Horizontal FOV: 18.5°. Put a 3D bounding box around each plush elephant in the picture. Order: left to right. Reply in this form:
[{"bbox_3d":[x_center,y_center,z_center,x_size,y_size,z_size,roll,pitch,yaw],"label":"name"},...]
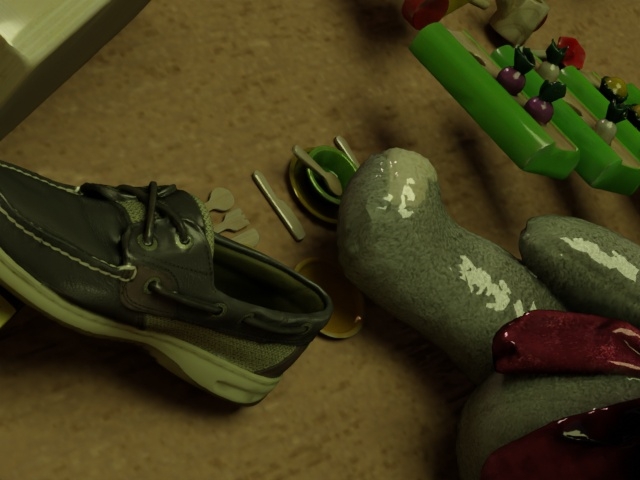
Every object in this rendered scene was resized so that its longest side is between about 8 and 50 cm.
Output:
[{"bbox_3d":[0.184,0.093,0.950,0.330,0.255,0.271,29,53,-24],"label":"plush elephant"}]

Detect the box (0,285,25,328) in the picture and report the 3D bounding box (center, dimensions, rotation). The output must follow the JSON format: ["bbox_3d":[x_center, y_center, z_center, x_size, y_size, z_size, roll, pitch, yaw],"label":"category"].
[{"bbox_3d":[-0.219,0.069,0.792,0.087,0.058,0.232,44,43,-7],"label":"box"}]

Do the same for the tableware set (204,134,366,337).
[{"bbox_3d":[0.000,0.000,1.041,0.154,0.024,0.104,-28,81,-46],"label":"tableware set"}]

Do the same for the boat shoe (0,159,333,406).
[{"bbox_3d":[-0.079,0.006,0.893,0.223,0.073,0.080,33,19,-45],"label":"boat shoe"}]

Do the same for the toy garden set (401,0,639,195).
[{"bbox_3d":[0.142,-0.107,1.158,0.244,0.049,0.204,9,34,-50],"label":"toy garden set"}]

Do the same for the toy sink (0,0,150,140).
[{"bbox_3d":[-0.152,-0.142,0.923,0.131,0.153,0.234,45,45,-5],"label":"toy sink"}]
